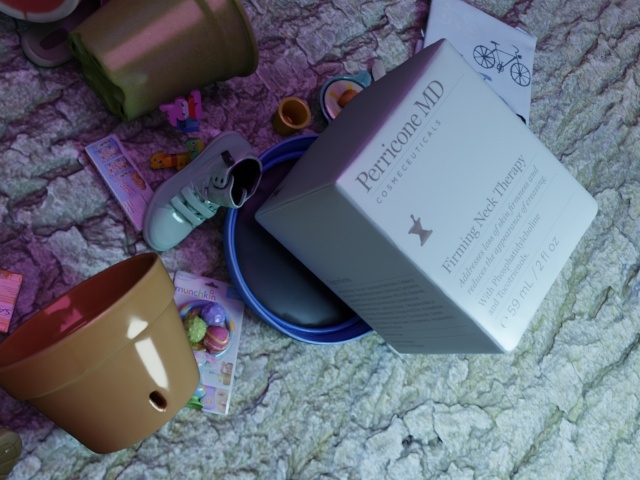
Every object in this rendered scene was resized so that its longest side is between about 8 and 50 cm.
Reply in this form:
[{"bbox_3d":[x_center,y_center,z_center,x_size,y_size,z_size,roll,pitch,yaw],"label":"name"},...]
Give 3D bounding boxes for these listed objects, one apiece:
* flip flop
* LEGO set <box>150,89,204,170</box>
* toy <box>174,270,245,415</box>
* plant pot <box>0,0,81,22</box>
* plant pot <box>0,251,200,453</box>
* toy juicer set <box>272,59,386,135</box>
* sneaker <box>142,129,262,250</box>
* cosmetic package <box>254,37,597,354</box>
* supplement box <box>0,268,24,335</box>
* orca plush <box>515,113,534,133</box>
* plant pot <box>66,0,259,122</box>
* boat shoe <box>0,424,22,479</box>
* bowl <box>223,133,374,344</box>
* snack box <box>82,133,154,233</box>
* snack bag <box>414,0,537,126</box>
[{"bbox_3d":[-0.429,-0.418,1.410,0.112,0.080,0.277,46,60,-5],"label":"flip flop"},{"bbox_3d":[-0.259,-0.161,1.389,0.093,0.087,0.227,-8,115,-14],"label":"LEGO set"},{"bbox_3d":[-0.200,0.172,1.338,0.137,0.056,0.237,17,67,-21],"label":"toy"},{"bbox_3d":[-0.469,-0.520,1.291,0.275,0.275,0.243,20,55,-18],"label":"plant pot"},{"bbox_3d":[-0.319,0.181,1.168,0.291,0.291,0.203,-39,108,-30],"label":"plant pot"},{"bbox_3d":[0.077,-0.246,1.589,0.329,0.089,0.209,-31,88,-30],"label":"toy juicer set"},{"bbox_3d":[-0.203,-0.069,1.310,0.094,0.151,0.256,38,94,-33],"label":"sneaker"},{"bbox_3d":[0.172,-0.049,1.313,0.394,0.327,0.329,43,68,-14],"label":"cosmetic package"},{"bbox_3d":[-0.516,0.096,1.223,0.062,0.036,0.098,15,68,-20],"label":"supplement box"},{"bbox_3d":[0.455,-0.189,1.725,0.151,0.102,0.287,-40,106,-13],"label":"orca plush"},{"bbox_3d":[-0.292,-0.349,1.370,0.254,0.276,0.276,-38,92,-19],"label":"plant pot"},{"bbox_3d":[-0.576,0.385,1.070,0.123,0.123,0.342,27,65,18],"label":"boat shoe"},{"bbox_3d":[0.000,0.000,1.447,0.391,0.077,0.391,4,81,-26],"label":"bowl"},{"bbox_3d":[-0.348,-0.102,1.377,0.064,0.022,0.178,-33,89,-29],"label":"snack box"},{"bbox_3d":[0.362,-0.405,1.808,0.323,0.037,0.342,20,66,-19],"label":"snack bag"}]
